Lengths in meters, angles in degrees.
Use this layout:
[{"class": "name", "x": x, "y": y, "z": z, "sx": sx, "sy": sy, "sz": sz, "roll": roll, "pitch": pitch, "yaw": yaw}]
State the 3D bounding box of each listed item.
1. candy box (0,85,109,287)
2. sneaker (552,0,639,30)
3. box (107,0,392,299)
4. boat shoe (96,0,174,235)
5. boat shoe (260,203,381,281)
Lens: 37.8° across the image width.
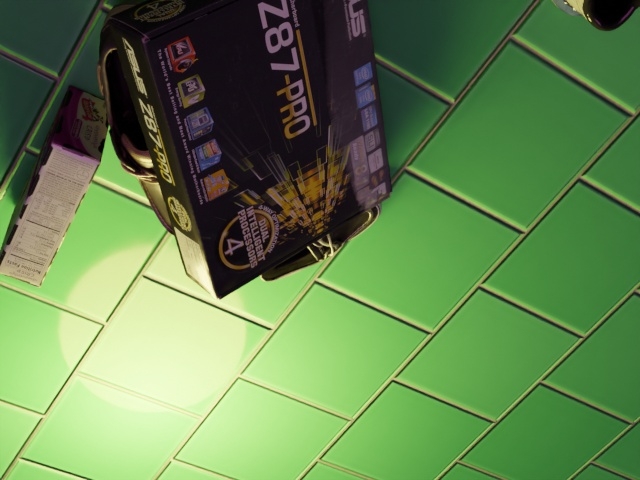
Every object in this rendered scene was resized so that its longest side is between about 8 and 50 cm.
[{"class": "candy box", "x": -0.367, "y": -0.073, "z": 1.290, "sx": 0.071, "sy": 0.159, "sz": 0.233, "roll": 23, "pitch": 122, "yaw": -20}, {"class": "sneaker", "x": 0.373, "y": -0.389, "z": 1.123, "sx": 0.127, "sy": 0.182, "sz": 0.316, "roll": -2, "pitch": 127, "yaw": -7}, {"class": "box", "x": -0.070, "y": -0.159, "z": 1.213, "sx": 0.318, "sy": 0.097, "sz": 0.395, "roll": -32, "pitch": 132, "yaw": -26}, {"class": "boat shoe", "x": -0.230, "y": -0.137, "z": 1.261, "sx": 0.132, "sy": 0.130, "sz": 0.355, "roll": -3, "pitch": 126, "yaw": 17}, {"class": "boat shoe", "x": 0.000, "y": 0.000, "z": 1.442, "sx": 0.219, "sy": 0.070, "sz": 0.078, "roll": -29, "pitch": 125, "yaw": 15}]
